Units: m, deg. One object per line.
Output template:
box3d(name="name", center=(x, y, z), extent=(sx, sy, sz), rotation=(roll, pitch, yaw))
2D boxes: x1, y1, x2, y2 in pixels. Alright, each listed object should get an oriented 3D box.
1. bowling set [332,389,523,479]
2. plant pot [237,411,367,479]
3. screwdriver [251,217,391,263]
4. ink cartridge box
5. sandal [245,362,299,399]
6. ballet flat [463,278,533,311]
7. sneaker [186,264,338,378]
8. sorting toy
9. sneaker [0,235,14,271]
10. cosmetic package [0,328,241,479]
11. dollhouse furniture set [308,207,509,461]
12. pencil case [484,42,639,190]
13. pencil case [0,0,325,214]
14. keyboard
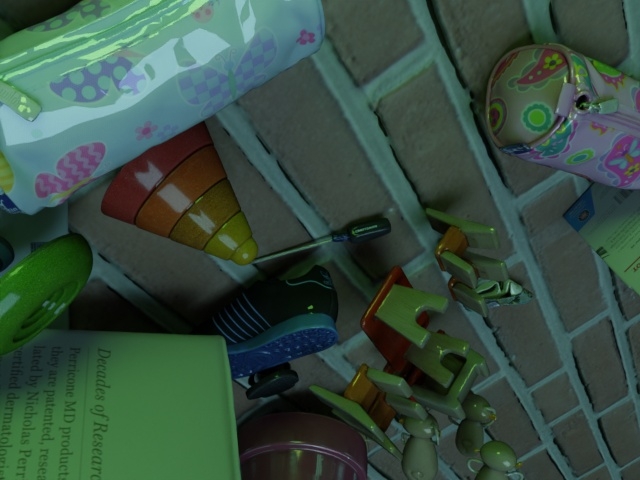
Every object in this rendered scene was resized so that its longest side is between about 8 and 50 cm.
box3d(name="bowling set", center=(0.176, 0.265, 1.021), extent=(0.287, 0.200, 0.154), rotation=(13, 132, 20))
box3d(name="plant pot", center=(-0.033, 0.372, 0.937), extent=(0.201, 0.180, 0.201), rotation=(2, 134, 2))
box3d(name="screwdriver", center=(0.000, 0.000, 0.768), extent=(0.169, 0.024, 0.025), rotation=(-11, 105, -8))
box3d(name="ink cartridge box", center=(0.407, -0.005, 0.838), extent=(0.060, 0.180, 0.104), rotation=(18, 121, -36))
box3d(name="sandal", center=(-0.064, 0.176, 0.855), extent=(0.067, 0.040, 0.179), rotation=(-18, 167, -6))
box3d(name="ballet flat", center=(0.256, 0.074, 0.944), extent=(0.114, 0.041, 0.041), rotation=(-8, 133, -20))
box3d(name="sneaker", center=(-0.082, 0.099, 0.783), extent=(0.232, 0.090, 0.081), rotation=(-18, 141, 21))
box3d(name="sorting toy", center=(-0.185, 0.061, 0.549), extent=(0.365, 0.126, 0.127), rotation=(-47, 180, -16))
box3d(name="sneaker", center=(-0.348, 0.028, 0.589), extent=(0.144, 0.059, 0.053), rotation=(-9, 131, -12))
box3d(name="cosmetic package", center=(-0.302, 0.307, 0.641), extent=(0.393, 0.327, 0.329), rotation=(6, 133, -21))
box3d(name="dollhouse furniture set", center=(0.111, 0.124, 0.823), extent=(0.262, 0.135, 0.259), rotation=(-55, 144, -16))
box3d(name="pencil case", center=(0.309, -0.124, 0.722), extent=(0.284, 0.124, 0.124), rotation=(9, 126, -33))
box3d(name="pencil case", center=(-0.132, -0.132, 0.481), extent=(0.273, 0.113, 0.124), rotation=(-31, 155, -11))
box3d(name="keyboard", center=(-0.283, 0.012, 0.647), extent=(0.072, 0.014, 0.256), rotation=(-7, 133, -27))
